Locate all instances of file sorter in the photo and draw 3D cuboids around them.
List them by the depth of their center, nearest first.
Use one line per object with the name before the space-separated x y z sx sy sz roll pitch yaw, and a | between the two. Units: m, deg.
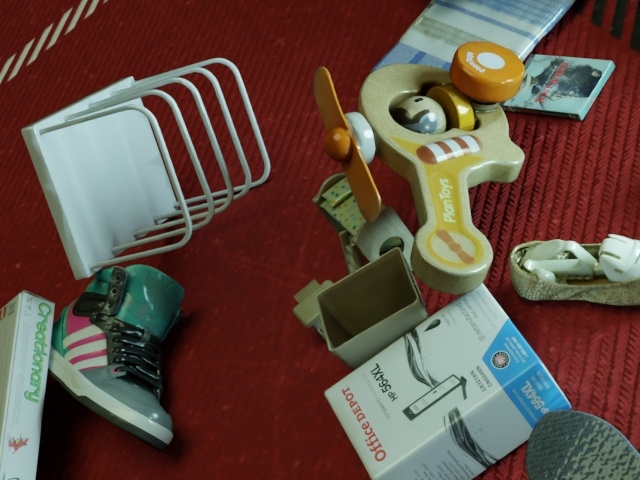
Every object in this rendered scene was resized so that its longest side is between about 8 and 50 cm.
file sorter | -0.204 -0.101 1.846 0.173 0.192 0.278 -13 14 23

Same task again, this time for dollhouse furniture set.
dollhouse furniture set | 0.000 0.000 1.744 0.161 0.101 0.182 -41 39 -3

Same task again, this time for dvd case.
dvd case | 0.282 -0.184 1.778 0.119 0.013 0.087 12 60 45

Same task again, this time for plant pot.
plant pot | 0.071 0.093 1.596 0.109 0.096 0.109 -30 31 9

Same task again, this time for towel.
towel | 0.214 -0.282 1.912 0.285 0.034 0.209 -49 42 -10

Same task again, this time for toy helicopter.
toy helicopter | 0.109 -0.080 1.613 0.235 0.140 0.355 7 42 -10

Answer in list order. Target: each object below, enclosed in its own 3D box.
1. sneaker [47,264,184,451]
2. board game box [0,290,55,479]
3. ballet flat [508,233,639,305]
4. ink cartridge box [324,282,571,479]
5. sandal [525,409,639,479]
sneaker | -0.222 0.124 1.788 0.178 0.124 0.295 -54 39 -4
board game box | -0.404 0.233 1.788 0.193 0.053 0.305 -36 42 39
ballet flat | 0.282 0.027 1.525 0.206 0.067 0.073 -6 48 33
ink cartridge box | 0.125 0.161 1.501 0.203 0.086 0.148 -36 38 2
sandal | 0.286 0.241 1.336 0.254 0.054 0.097 32 82 40
